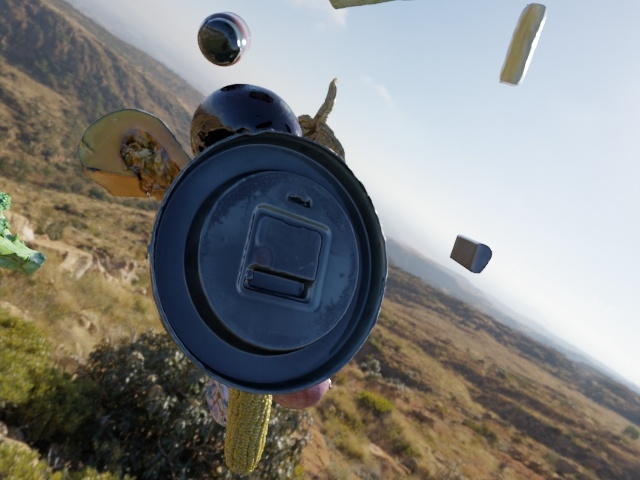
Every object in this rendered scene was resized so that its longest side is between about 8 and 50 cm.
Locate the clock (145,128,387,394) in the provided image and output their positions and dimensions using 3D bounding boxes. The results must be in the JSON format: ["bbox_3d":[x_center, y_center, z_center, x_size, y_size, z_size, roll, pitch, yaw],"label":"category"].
[{"bbox_3d":[-0.054,0.025,0.520,0.312,0.313,0.061,31,-21,-26],"label":"clock"}]

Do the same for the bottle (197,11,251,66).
[{"bbox_3d":[-0.269,-0.570,1.197,0.143,0.144,0.336,32,18,-22],"label":"bottle"}]

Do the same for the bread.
[{"bbox_3d":[0.493,-0.473,1.036,0.060,0.179,0.139,21,23,18],"label":"bread"}]

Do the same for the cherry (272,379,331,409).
[{"bbox_3d":[-0.081,0.363,1.171,0.250,0.175,0.192,48,6,-47],"label":"cherry"}]

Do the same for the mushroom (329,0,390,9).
[{"bbox_3d":[0.171,-0.454,0.679,0.107,0.332,0.087,61,2,1],"label":"mushroom"}]

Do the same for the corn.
[{"bbox_3d":[-0.157,0.378,0.928,0.106,0.294,0.106,9,17,-3],"label":"corn"}]

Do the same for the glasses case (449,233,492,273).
[{"bbox_3d":[0.363,0.031,1.037,0.042,0.072,0.190,24,8,0],"label":"glasses case"}]

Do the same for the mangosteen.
[{"bbox_3d":[-0.187,-0.266,1.100,0.300,0.300,0.300,35,11,-8],"label":"mangosteen"}]

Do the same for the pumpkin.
[{"bbox_3d":[-0.356,-0.130,0.866,0.281,0.190,0.139,54,-14,9],"label":"pumpkin"}]

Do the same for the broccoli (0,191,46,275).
[{"bbox_3d":[-0.839,-0.007,1.068,0.269,0.253,0.269,52,18,-25],"label":"broccoli"}]

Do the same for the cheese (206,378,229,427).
[{"bbox_3d":[-0.255,0.384,1.179,0.129,0.217,0.330,-10,69,-42],"label":"cheese"}]

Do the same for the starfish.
[{"bbox_3d":[-0.038,-0.305,1.311,0.084,0.293,0.302,10,65,-48],"label":"starfish"}]
